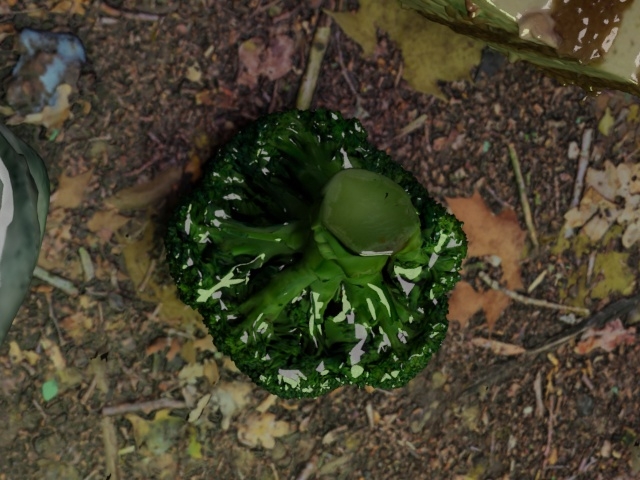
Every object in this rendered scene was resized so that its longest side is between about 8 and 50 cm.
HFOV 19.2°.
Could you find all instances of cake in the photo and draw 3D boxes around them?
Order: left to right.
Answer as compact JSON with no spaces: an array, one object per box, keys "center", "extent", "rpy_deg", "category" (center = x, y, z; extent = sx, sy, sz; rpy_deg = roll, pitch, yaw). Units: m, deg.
[{"center":[0.242,-0.307,1.861],"extent":[0.290,0.256,0.282],"rpy_deg":[25,89,-33],"category":"cake"}]

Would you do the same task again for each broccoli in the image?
[{"center":[0.000,0.000,1.804],"extent":[0.297,0.297,0.297],"rpy_deg":[4,70,-10],"category":"broccoli"}]

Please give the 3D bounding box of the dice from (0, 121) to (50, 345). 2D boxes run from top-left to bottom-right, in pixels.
[{"center":[-0.439,-0.015,1.535],"extent":[0.330,0.348,0.328],"rpy_deg":[36,83,-30],"category":"dice"}]
